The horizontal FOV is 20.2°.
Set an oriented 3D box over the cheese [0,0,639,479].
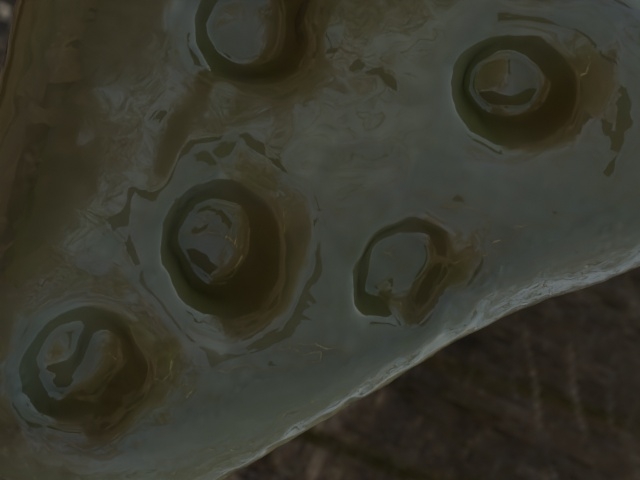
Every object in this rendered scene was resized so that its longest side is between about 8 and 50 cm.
[{"bbox_3d":[0.000,0.000,0.811,0.129,0.351,0.328,-170,-76,-81],"label":"cheese"}]
